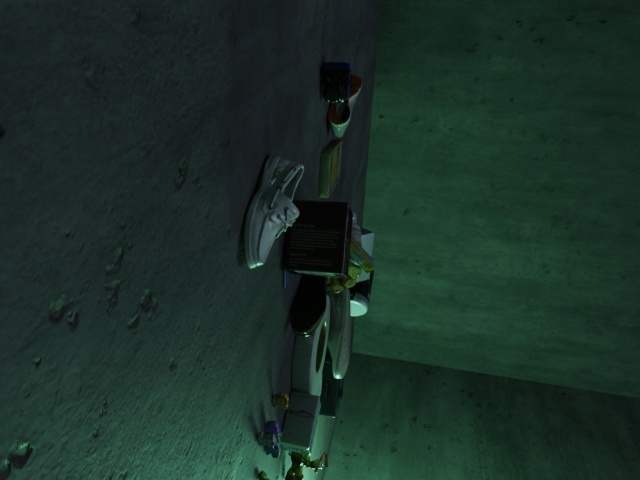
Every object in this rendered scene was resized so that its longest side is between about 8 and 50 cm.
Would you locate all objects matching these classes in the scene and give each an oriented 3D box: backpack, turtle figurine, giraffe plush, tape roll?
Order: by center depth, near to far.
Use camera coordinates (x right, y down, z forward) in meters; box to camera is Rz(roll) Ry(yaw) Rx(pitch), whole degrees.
[{"bbox_3d":[0.054,-0.512,1.683,0.101,0.098,0.120,-77,169,-53],"label":"backpack"},{"bbox_3d":[-0.069,0.797,1.870,0.269,0.087,0.217,27,-76,57],"label":"turtle figurine"},{"bbox_3d":[-0.030,0.391,1.967,0.392,0.072,0.392,8,90,-81],"label":"tape roll"},{"bbox_3d":[0.060,0.081,2.112,0.210,0.181,0.170,52,19,-25],"label":"giraffe plush"}]

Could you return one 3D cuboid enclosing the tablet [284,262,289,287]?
[{"bbox_3d":[-0.098,0.091,1.507,0.054,0.006,0.083,-64,159,-63],"label":"tablet"}]

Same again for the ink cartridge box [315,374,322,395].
[{"bbox_3d":[-0.040,0.628,2.122,0.180,0.060,0.104,-60,155,-67],"label":"ink cartridge box"}]

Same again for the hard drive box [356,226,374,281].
[{"bbox_3d":[0.151,0.053,2.441,0.089,0.181,0.232,-10,113,-39],"label":"hard drive box"}]

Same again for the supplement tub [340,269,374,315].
[{"bbox_3d":[0.174,0.217,2.705,0.193,0.193,0.316,84,17,-56],"label":"supplement tub"}]

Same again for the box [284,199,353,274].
[{"bbox_3d":[0.000,0.000,1.502,0.167,0.168,0.203,44,51,-79],"label":"box"}]

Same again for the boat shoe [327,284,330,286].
[{"bbox_3d":[0.036,0.139,2.274,0.046,0.038,0.125,38,60,-79],"label":"boat shoe"}]

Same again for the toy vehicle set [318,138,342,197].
[{"bbox_3d":[0.040,-0.278,1.971,0.267,0.035,0.166,-61,157,-66],"label":"toy vehicle set"}]

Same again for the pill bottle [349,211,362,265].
[{"bbox_3d":[0.112,0.002,2.277,0.136,0.136,0.245,73,15,-69],"label":"pill bottle"}]

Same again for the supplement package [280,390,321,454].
[{"bbox_3d":[-0.068,0.636,1.814,0.105,0.105,0.179,84,15,-54],"label":"supplement package"}]

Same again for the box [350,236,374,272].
[{"bbox_3d":[0.139,0.041,2.063,0.043,0.179,0.105,-39,-167,14],"label":"box"}]

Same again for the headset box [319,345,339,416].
[{"bbox_3d":[0.032,0.627,2.349,0.283,0.131,0.246,-17,114,-79],"label":"headset box"}]

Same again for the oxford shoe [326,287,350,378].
[{"bbox_3d":[0.063,0.394,2.248,0.169,0.130,0.449,83,8,-46],"label":"oxford shoe"}]

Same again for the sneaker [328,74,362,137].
[{"bbox_3d":[0.084,-0.502,1.939,0.121,0.099,0.262,96,13,-64],"label":"sneaker"}]

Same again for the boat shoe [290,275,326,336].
[{"bbox_3d":[-0.027,0.216,1.716,0.307,0.111,0.104,-71,164,-52],"label":"boat shoe"}]

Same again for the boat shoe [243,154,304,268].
[{"bbox_3d":[-0.094,-0.066,1.116,0.098,0.096,0.277,81,18,-62],"label":"boat shoe"}]

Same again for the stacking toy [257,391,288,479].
[{"bbox_3d":[-0.136,0.583,1.522,0.167,0.052,0.221,-65,161,-61],"label":"stacking toy"}]
